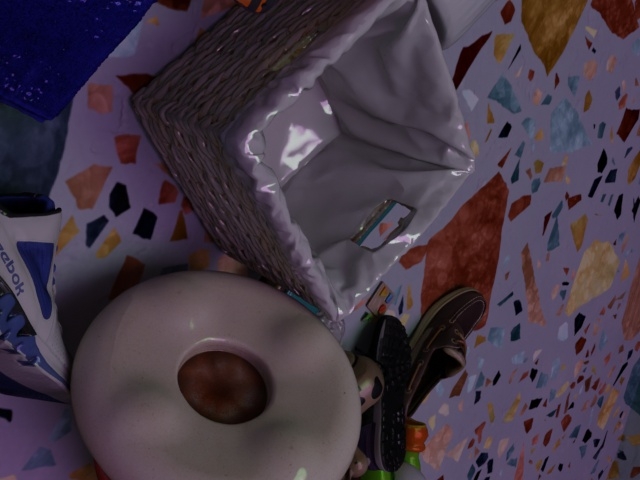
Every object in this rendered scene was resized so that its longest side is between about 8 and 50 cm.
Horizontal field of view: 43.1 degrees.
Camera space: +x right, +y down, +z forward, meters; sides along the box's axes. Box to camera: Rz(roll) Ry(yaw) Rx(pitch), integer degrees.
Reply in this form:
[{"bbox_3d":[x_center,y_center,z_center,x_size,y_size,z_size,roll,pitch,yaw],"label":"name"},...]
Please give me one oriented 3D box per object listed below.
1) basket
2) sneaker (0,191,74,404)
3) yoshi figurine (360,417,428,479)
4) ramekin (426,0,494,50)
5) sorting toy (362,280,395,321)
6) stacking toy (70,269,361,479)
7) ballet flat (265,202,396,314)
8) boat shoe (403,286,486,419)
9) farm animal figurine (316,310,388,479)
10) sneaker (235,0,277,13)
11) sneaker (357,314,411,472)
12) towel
[{"bbox_3d":[-0.016,-0.139,1.071,0.328,0.266,0.331,-47,136,-21],"label":"basket"},{"bbox_3d":[-0.335,0.051,0.907,0.315,0.128,0.182,81,18,-55],"label":"sneaker"},{"bbox_3d":[0.109,0.535,1.615,0.203,0.204,0.362,-21,115,-88],"label":"yoshi figurine"},{"bbox_3d":[0.119,-0.388,1.108,0.135,0.277,0.277,-51,137,-6],"label":"ramekin"},{"bbox_3d":[0.109,0.124,1.510,0.083,0.012,0.062,-56,138,-13],"label":"sorting toy"},{"bbox_3d":[-0.179,0.303,1.094,0.351,0.350,0.480,-22,150,-39],"label":"stacking toy"},{"bbox_3d":[0.000,0.000,1.267,0.348,0.123,0.123,-52,137,-12],"label":"ballet flat"},{"bbox_3d":[0.240,0.226,1.610,0.342,0.123,0.123,-38,131,-29],"label":"boat shoe"},{"bbox_3d":[0.003,0.319,1.363,0.326,0.172,0.330,-54,137,-15],"label":"farm animal figurine"},{"bbox_3d":[-0.001,-0.347,0.930,0.321,0.124,0.180,9,139,-24],"label":"sneaker"},{"bbox_3d":[0.086,0.276,1.492,0.107,0.124,0.283,25,66,-50],"label":"sneaker"},{"bbox_3d":[-0.328,-0.236,0.763,0.228,0.076,0.308,-38,145,25],"label":"towel"}]
